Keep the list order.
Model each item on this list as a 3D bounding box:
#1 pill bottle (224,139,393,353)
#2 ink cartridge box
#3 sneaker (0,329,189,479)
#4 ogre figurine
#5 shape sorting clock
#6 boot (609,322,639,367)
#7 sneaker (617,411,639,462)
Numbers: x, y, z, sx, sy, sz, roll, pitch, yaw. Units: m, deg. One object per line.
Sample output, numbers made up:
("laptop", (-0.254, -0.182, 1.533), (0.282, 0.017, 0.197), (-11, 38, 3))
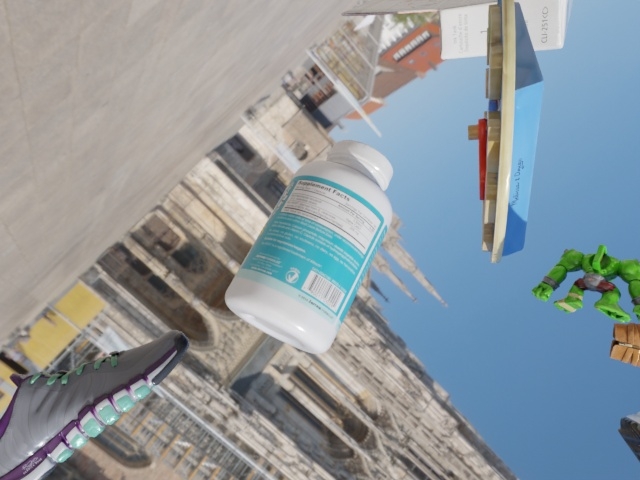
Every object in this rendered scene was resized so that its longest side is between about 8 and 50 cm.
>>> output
("pill bottle", (0.000, 0.000, 0.657), (0.264, 0.146, 0.146), (-61, -160, -19))
("ink cartridge box", (0.206, -0.322, 0.708), (0.261, 0.066, 0.296), (5, -147, 26))
("sneaker", (-0.241, 0.145, 0.500), (0.224, 0.098, 0.083), (-39, -176, -24))
("ogre figurine", (0.508, 0.077, 0.929), (0.197, 0.097, 0.118), (-1, -122, 56))
("shape sorting clock", (0.135, -0.085, 0.391), (0.040, 0.206, 0.206), (-1, -150, 14))
("boot", (0.770, 0.288, 1.198), (0.153, 0.197, 0.073), (2, 178, 21))
("sneaker", (0.228, 0.117, 0.298), (0.075, 0.161, 0.057), (-32, -120, 12))
